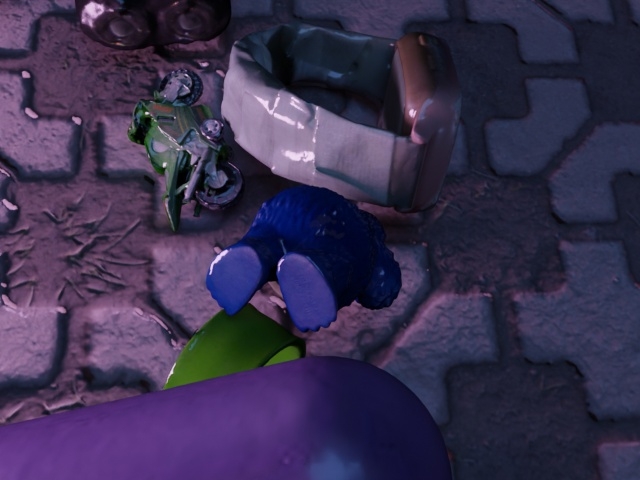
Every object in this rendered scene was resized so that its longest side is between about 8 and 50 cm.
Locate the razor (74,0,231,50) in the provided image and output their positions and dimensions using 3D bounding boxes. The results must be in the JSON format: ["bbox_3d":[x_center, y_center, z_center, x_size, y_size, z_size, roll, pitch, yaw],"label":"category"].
[{"bbox_3d":[-0.217,-0.389,0.914,0.189,0.107,0.326,-6,66,-8],"label":"razor"}]

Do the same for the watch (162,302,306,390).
[{"bbox_3d":[-0.082,0.149,0.662,0.131,0.152,0.165,34,61,20],"label":"watch"}]

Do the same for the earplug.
[{"bbox_3d":[-0.130,0.207,0.521,0.456,0.215,0.215,-18,68,12],"label":"earplug"}]

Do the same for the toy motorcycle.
[{"bbox_3d":[-0.159,-0.109,0.821,0.106,0.074,0.190,-23,71,-5],"label":"toy motorcycle"}]

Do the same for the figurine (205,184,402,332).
[{"bbox_3d":[0.005,0.003,0.698,0.164,0.262,0.120,18,105,6],"label":"figurine"}]

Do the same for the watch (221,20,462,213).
[{"bbox_3d":[0.013,-0.152,0.792,0.241,0.161,0.253,7,38,-5],"label":"watch"}]
